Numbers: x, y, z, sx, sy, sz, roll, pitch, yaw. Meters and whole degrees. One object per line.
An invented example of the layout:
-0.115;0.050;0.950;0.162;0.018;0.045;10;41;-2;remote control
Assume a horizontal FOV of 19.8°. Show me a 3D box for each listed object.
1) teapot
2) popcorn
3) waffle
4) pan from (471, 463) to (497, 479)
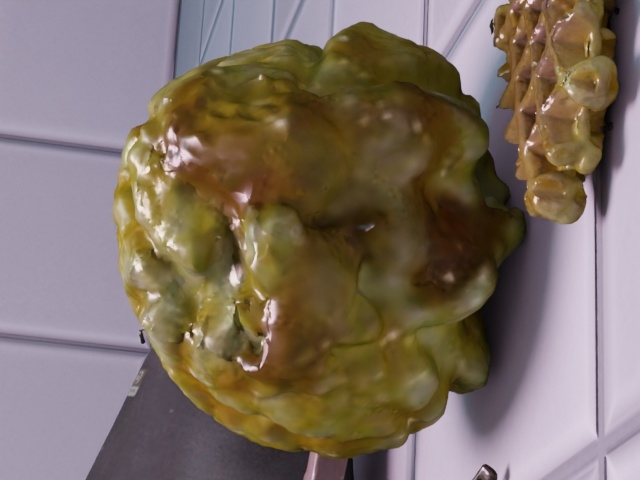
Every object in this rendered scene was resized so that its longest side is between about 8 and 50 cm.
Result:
-0.060;0.160;1.458;0.300;0.253;0.344;-9;68;60;teapot
0.001;0.006;1.168;0.247;0.282;0.282;-160;77;-77;popcorn
0.133;-0.102;1.066;0.192;0.046;0.161;-123;42;-76;waffle
0.068;0.237;1.176;0.202;0.048;0.128;-32;72;32;pan
